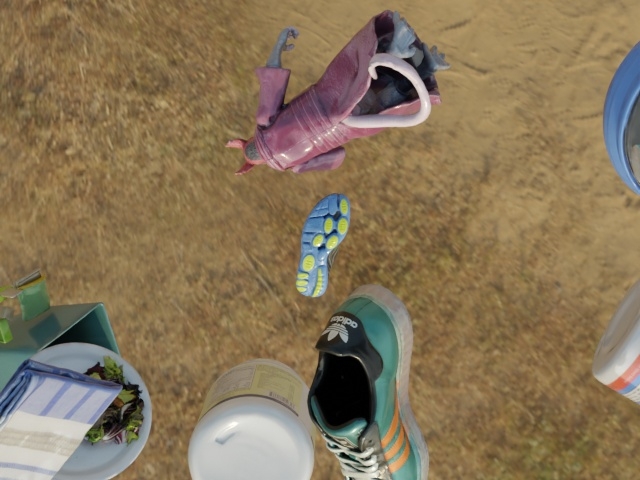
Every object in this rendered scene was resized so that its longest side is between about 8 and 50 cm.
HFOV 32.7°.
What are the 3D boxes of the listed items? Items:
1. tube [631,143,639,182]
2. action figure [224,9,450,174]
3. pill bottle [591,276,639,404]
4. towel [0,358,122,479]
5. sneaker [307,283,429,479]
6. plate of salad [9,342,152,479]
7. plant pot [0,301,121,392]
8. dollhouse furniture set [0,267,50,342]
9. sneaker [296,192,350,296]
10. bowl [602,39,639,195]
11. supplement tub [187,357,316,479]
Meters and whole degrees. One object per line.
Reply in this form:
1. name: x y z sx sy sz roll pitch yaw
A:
1. tube: 0.531 -0.119 1.482 0.207 0.080 0.052 -9 118 -1
2. action figure: 0.018 -0.177 1.643 0.370 0.276 0.248 -29 123 20
3. pill bottle: 0.369 0.125 0.978 0.221 0.124 0.124 30 101 4
4. towel: -0.362 0.267 1.254 0.285 0.034 0.209 -52 156 0
5. sneaker: 0.041 0.203 1.197 0.121 0.108 0.302 -36 127 -45
6. plate of salad: -0.323 0.226 1.455 0.200 0.200 0.048 5 151 -17
7. plant pot: -0.478 0.208 1.820 0.234 0.165 0.166 0 115 30
8. dollhouse furniture set: -0.474 0.106 1.743 0.151 0.058 0.076 -37 125 -49
9. sneaker: 0.000 0.000 1.710 0.067 0.078 0.188 13 125 -4
10. bowl: 0.658 -0.200 1.763 0.391 0.077 0.391 0 124 0
11. supplement tub: -0.125 0.374 2.138 0.235 0.325 0.235 0 101 1
